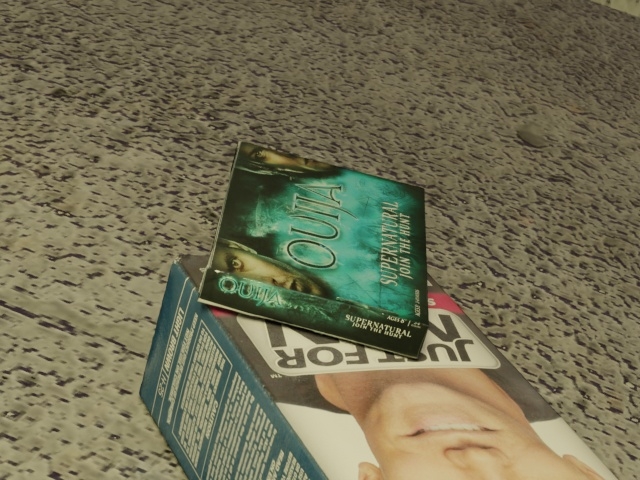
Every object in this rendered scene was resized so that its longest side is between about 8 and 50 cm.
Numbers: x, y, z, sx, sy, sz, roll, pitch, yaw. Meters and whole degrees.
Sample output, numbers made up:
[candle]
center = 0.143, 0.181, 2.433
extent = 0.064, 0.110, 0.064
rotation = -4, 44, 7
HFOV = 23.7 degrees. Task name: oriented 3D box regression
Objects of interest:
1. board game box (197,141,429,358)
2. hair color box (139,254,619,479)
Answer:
[board game box]
center = 0.000, 0.000, 0.898
extent = 0.126, 0.026, 0.186
rotation = 15, 25, -4
[hair color box]
center = 0.048, 0.137, 0.804
extent = 0.174, 0.105, 0.347
rotation = 0, 30, -30
